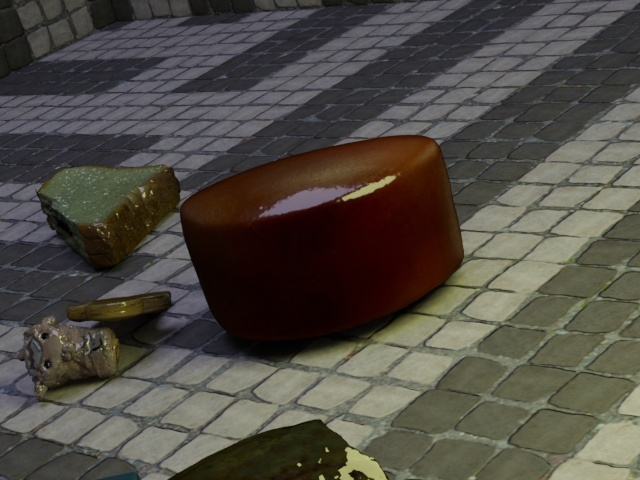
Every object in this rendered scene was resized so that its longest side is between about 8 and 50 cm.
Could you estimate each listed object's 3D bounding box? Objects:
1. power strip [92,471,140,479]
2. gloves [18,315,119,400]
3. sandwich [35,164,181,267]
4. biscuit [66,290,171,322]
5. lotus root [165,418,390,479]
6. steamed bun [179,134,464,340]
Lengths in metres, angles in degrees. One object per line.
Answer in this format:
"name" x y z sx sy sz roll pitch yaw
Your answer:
"power strip" -0.270 0.309 1.722 0.123 0.032 0.056 -13 22 7
"gloves" -0.357 0.158 2.068 0.144 0.094 0.110 -20 66 -7
"sandwich" -0.411 -0.041 2.592 0.254 0.099 0.288 -1 26 20
"biscuit" -0.296 0.100 2.152 0.153 0.030 0.234 -9 1 -4
"lotus root" -0.096 0.323 1.301 0.346 0.250 0.250 -30 25 -23
"steamed bun" 0.000 0.000 2.006 0.379 0.235 0.248 -13 19 9
